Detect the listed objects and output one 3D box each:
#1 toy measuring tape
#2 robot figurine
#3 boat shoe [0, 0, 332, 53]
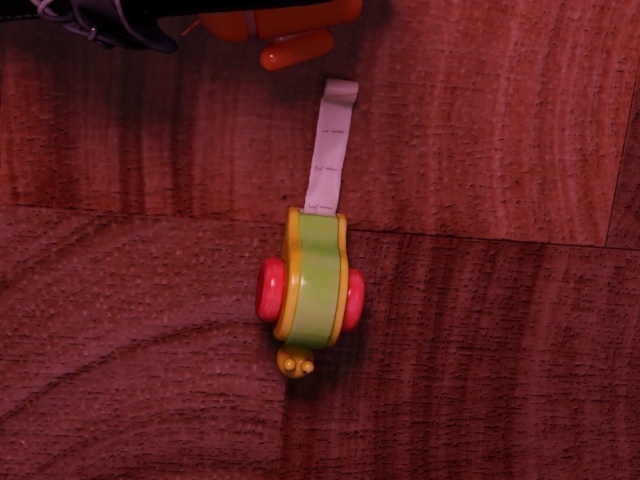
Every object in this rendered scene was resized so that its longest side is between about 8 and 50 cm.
[{"bbox_3d":[0.000,0.000,2.007,0.121,0.121,0.330,7,110,-10],"label":"toy measuring tape"},{"bbox_3d":[-0.038,-0.263,1.892,0.219,0.128,0.158,-11,136,-3],"label":"robot figurine"},{"bbox_3d":[-0.194,-0.251,1.777,0.500,0.187,0.156,-9,78,20],"label":"boat shoe"}]
